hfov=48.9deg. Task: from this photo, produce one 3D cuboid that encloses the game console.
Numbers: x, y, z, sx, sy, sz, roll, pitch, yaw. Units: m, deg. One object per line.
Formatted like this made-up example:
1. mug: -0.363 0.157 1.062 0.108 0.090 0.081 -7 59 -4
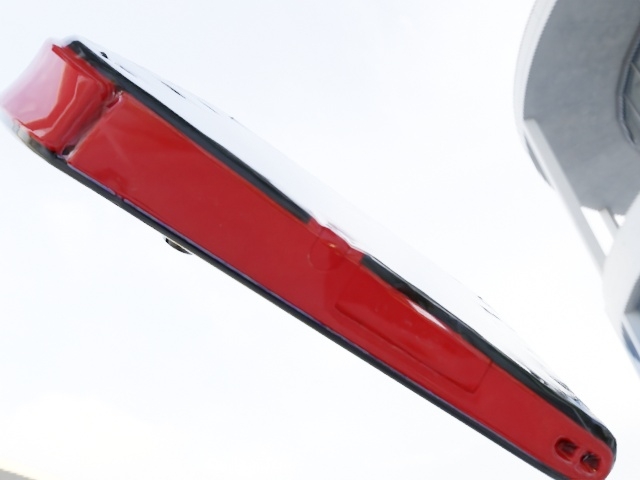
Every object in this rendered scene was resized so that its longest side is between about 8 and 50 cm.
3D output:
1. game console: 0.000 0.000 0.490 0.060 0.342 0.386 -54 -1 7
